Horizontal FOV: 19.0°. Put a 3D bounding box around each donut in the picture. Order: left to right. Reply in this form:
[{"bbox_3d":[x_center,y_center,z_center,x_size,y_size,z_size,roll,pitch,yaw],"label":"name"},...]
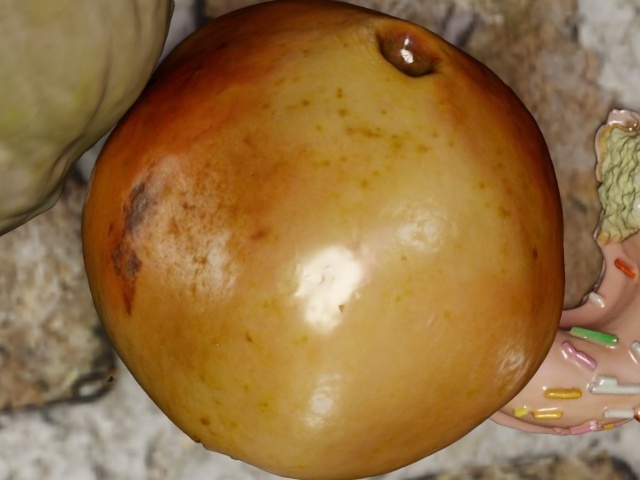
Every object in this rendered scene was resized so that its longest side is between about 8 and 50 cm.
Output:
[{"bbox_3d":[0.142,0.031,0.905,0.117,0.065,0.166,37,84,-11],"label":"donut"}]

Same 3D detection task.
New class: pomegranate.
[{"bbox_3d":[0.004,-0.004,0.804,0.209,0.209,0.209,0,91,-14],"label":"pomegranate"}]

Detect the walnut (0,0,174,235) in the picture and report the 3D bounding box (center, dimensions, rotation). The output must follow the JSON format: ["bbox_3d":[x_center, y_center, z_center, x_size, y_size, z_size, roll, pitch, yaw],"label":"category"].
[{"bbox_3d":[-0.181,-0.095,0.738,0.248,0.248,0.248,0,91,-14],"label":"walnut"}]
